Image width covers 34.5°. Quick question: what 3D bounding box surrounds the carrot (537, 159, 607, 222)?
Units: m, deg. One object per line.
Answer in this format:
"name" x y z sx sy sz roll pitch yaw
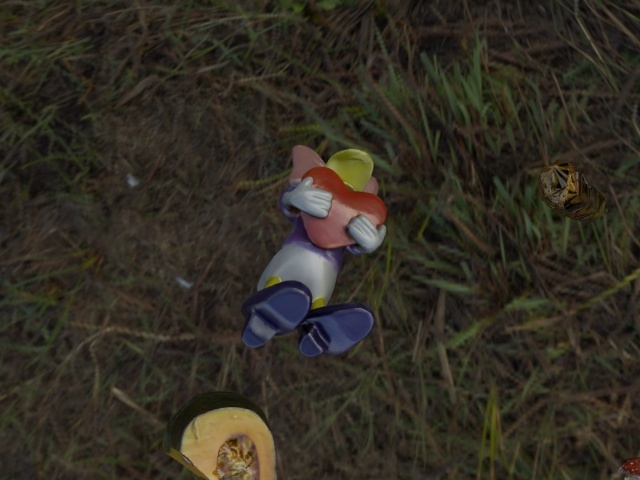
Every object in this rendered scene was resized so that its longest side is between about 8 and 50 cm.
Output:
"carrot" 0.358 -0.064 1.457 0.069 0.229 0.069 -4 81 27

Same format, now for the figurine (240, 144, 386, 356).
"figurine" 0.001 0.000 1.381 0.154 0.421 0.193 26 136 -8

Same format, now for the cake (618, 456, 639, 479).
"cake" 0.602 0.413 1.792 0.117 0.220 0.086 17 108 42

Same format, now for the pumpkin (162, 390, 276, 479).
"pumpkin" -0.182 0.411 1.838 0.190 0.139 0.280 1 85 -23
